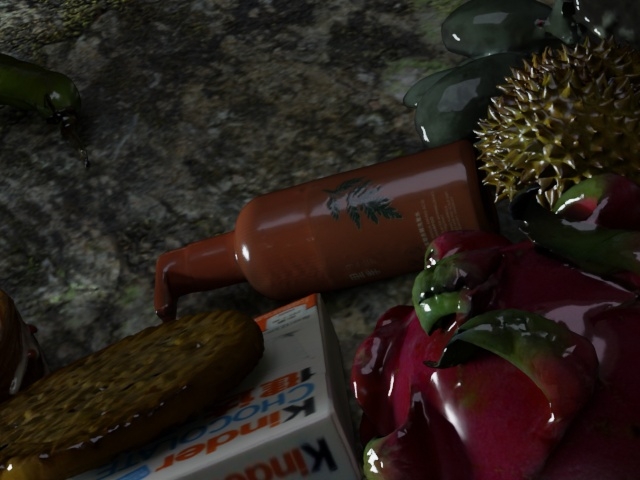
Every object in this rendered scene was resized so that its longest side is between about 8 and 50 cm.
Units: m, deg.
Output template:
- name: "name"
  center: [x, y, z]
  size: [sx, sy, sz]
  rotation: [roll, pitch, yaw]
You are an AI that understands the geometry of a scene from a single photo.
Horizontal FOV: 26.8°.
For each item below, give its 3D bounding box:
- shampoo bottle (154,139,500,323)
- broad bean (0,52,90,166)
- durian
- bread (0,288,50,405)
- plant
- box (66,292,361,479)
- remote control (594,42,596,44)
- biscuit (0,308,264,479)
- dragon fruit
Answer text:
- name: "shampoo bottle"
  center: [0.000, -0.001, 0.943]
  size: [0.244, 0.085, 0.085]
  rotation: [-16, 36, 13]
- name: "broad bean"
  center: [-0.308, -0.152, 1.332]
  size: [0.325, 0.067, 0.075]
  rotation: [20, 63, 47]
- name: "durian"
  center: [0.172, -0.055, 0.848]
  size: [0.137, 0.168, 0.158]
  rotation: [-49, 24, 23]
- name: "bread"
  center: [-0.276, 0.102, 0.978]
  size: [0.160, 0.073, 0.160]
  rotation: [-19, 36, 14]
- name: "plant"
  center: [0.189, -0.147, 0.973]
  size: [0.274, 0.149, 0.146]
  rotation: [-32, -10, 17]
- name: "box"
  center: [-0.114, 0.128, 0.785]
  size: [0.273, 0.048, 0.265]
  rotation: [-22, 11, 2]
- name: "remote control"
  center: [0.226, -0.167, 1.072]
  size: [0.152, 0.027, 0.043]
  rotation: [-24, 31, -3]
- name: "biscuit"
  center: [-0.119, 0.092, 0.767]
  size: [0.188, 0.027, 0.188]
  rotation: [-22, 13, 5]
- name: "dragon fruit"
  center: [0.150, 0.081, 0.654]
  size: [0.273, 0.198, 0.218]
  rotation: [8, 85, 5]
